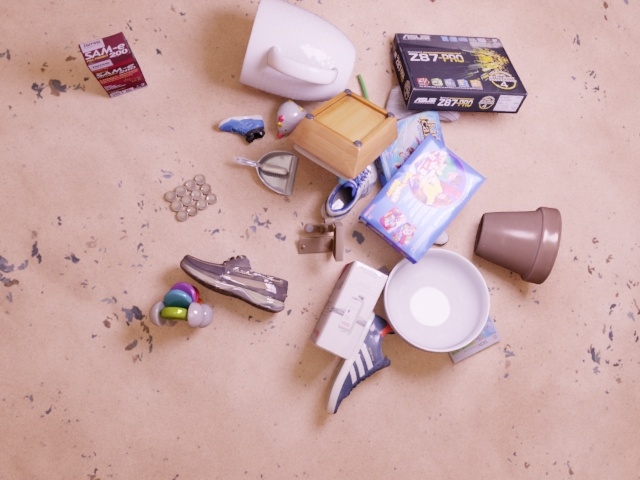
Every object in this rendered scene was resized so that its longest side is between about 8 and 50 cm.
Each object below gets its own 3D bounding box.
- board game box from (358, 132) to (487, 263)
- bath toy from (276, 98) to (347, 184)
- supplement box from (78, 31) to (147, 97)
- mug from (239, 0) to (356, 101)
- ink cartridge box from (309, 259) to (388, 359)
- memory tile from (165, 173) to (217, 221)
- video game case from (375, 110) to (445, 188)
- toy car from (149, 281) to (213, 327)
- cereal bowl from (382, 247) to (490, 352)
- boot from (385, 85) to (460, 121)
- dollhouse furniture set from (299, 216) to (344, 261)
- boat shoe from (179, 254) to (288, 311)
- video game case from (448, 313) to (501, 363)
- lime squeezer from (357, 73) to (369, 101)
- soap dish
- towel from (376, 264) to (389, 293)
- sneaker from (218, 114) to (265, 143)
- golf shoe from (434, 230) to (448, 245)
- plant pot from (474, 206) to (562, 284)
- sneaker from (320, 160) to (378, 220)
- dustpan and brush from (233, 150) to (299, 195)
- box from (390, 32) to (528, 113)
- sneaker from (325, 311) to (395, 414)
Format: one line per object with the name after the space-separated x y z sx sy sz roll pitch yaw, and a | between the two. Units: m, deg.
0.321 -0.131 1.502 0.233 0.078 0.347 40 86 5 | board game box
-0.022 -0.326 1.532 0.348 0.151 0.129 40 104 21 | bath toy
-0.625 -0.530 1.443 0.130 0.239 0.073 -22 88 -9 | supplement box
-0.063 -0.565 1.472 0.328 0.374 0.276 15 119 -13 | mug
0.084 0.216 1.491 0.117 0.207 0.283 27 82 -3 | ink cartridge box
-0.423 -0.140 1.551 0.148 0.012 0.113 -32 90 -10 | memory tile
0.308 -0.280 1.594 0.244 0.061 0.269 -23 108 -14 | video game case
-0.419 0.196 1.439 0.159 0.182 0.136 1 80 7 | toy car
0.367 0.204 1.547 0.339 0.141 0.339 0 70 0 | cereal bowl
0.351 -0.437 1.659 0.258 0.095 0.123 20 92 -1 | boot
0.000 0.000 1.503 0.123 0.151 0.144 -3 112 -8 | dollhouse furniture set
-0.266 0.116 1.504 0.355 0.132 0.130 25 72 -14 | boat shoe
0.501 0.288 1.636 0.193 0.023 0.212 -24 88 -10 | video game case
0.142 -0.425 1.646 0.110 0.059 0.310 14 84 24 | lime squeezer
0.080 -0.322 1.391 0.229 0.118 0.291 34 48 13 | soap dish
0.215 0.133 1.617 0.060 0.009 0.083 -29 89 -10 | towel
-0.260 -0.365 1.571 0.152 0.058 0.085 -10 78 -15 | sneaker
0.372 -0.060 1.616 0.198 0.094 0.077 44 79 -4 | golf shoe
0.651 -0.002 1.594 0.229 0.263 0.263 12 83 12 | plant pot
0.117 -0.182 1.573 0.112 0.131 0.296 35 80 -2 | sneaker
-0.184 -0.242 1.569 0.211 0.060 0.147 11 83 -7 | dustpan and brush
0.461 -0.572 1.611 0.395 0.097 0.318 0 53 -8 | box
0.138 0.410 1.518 0.148 0.131 0.350 27 81 0 | sneaker
